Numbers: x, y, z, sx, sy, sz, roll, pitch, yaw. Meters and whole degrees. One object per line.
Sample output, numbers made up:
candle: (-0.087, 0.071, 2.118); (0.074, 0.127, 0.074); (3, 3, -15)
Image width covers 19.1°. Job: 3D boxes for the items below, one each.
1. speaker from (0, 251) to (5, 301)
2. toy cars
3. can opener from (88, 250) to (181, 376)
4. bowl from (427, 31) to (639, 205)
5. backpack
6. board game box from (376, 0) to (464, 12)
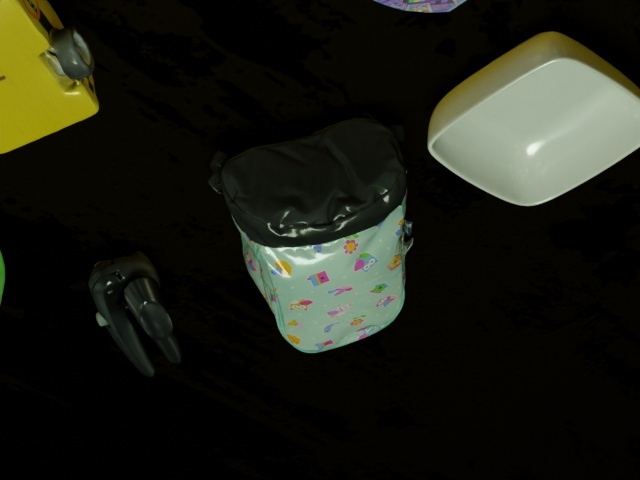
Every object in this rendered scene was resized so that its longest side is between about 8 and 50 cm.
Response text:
speaker: (-0.350, 0.093, 1.478); (0.131, 0.131, 0.296); (12, 140, -28)
toy cars: (-0.312, -0.169, 1.159); (0.393, 0.087, 0.176); (13, 132, -23)
can opener: (-0.151, 0.067, 1.549); (0.059, 0.073, 0.186); (-16, 154, -5)
bowl: (0.160, -0.094, 1.397); (0.142, 0.053, 0.142); (-34, 138, 29)
backpack: (0.000, 0.000, 1.440); (0.152, 0.115, 0.182); (-11, 148, -3)
board game box: (0.090, -0.198, 1.252); (0.168, 0.033, 0.133); (-32, 139, 28)
